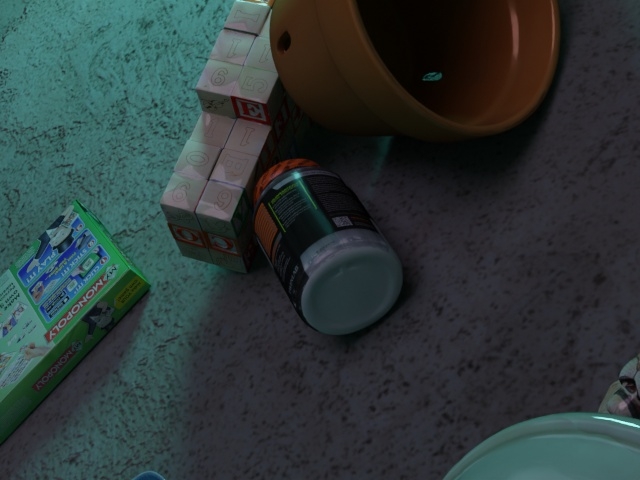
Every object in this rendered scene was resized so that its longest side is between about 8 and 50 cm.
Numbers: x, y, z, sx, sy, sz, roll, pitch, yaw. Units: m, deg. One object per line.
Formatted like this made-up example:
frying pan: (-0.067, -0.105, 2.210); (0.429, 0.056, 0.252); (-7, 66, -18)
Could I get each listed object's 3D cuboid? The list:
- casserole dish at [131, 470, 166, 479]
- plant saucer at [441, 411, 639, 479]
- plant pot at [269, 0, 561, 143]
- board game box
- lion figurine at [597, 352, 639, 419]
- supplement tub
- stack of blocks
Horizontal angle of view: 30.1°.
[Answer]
casserole dish: (-0.164, 0.310, 1.180); (0.114, 0.037, 0.188); (-48, 39, -3)
plant saucer: (0.146, 0.305, 0.710); (0.400, 0.101, 0.400); (-3, 87, 54)
plant pot: (0.081, -0.228, 1.263); (0.203, 0.291, 0.290); (-17, 45, 52)
board game box: (-0.376, 0.114, 1.522); (0.317, 0.046, 0.213); (-46, 40, -1)
lion figurine: (0.299, 0.250, 0.781); (0.240, 0.142, 0.392); (-40, 53, -5)
supplement tub: (0.000, 0.000, 1.240); (0.117, 0.117, 0.190); (-39, 40, 7)
stack of blocks: (-0.081, -0.134, 1.367); (0.087, 0.171, 0.297); (15, 65, 15)
